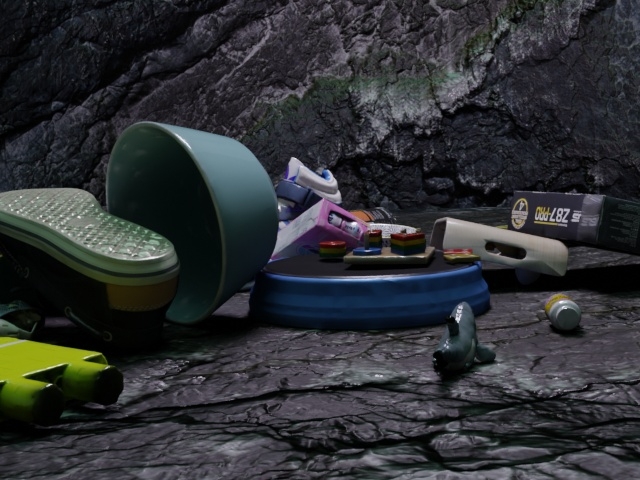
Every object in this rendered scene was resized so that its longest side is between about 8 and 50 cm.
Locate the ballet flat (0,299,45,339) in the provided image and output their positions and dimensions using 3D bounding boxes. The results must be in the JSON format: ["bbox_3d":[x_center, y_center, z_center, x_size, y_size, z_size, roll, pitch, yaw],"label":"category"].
[{"bbox_3d":[-0.436,0.122,1.355,0.070,0.070,0.188,-1,10,10],"label":"ballet flat"}]

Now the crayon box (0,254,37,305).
[{"bbox_3d":[-0.394,0.009,1.802,0.313,0.106,0.363,-20,5,3],"label":"crayon box"}]

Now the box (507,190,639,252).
[{"bbox_3d":[0.598,-0.017,1.827,0.395,0.097,0.318,10,0,-18],"label":"box"}]

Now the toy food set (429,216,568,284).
[{"bbox_3d":[0.325,0.025,1.845,0.220,0.092,0.306,12,0,1],"label":"toy food set"}]

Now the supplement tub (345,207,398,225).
[{"bbox_3d":[0.075,-0.011,2.187,0.190,0.117,0.117,-7,8,-40],"label":"supplement tub"}]

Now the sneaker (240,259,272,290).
[{"bbox_3d":[-0.200,0.052,1.841,0.229,0.086,0.132,-1,8,-1],"label":"sneaker"}]

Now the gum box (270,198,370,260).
[{"bbox_3d":[0.000,0.000,1.826,0.107,0.062,0.188,27,-33,-21],"label":"gum box"}]

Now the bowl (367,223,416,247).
[{"bbox_3d":[0.121,0.017,2.052,0.170,0.080,0.170,2,10,0],"label":"bowl"}]

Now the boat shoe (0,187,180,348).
[{"bbox_3d":[-0.376,0.026,1.462,0.187,0.156,0.500,-11,23,-38],"label":"boat shoe"}]

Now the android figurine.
[{"bbox_3d":[-0.353,0.151,1.049,0.273,0.056,0.248,2,7,30],"label":"android figurine"}]

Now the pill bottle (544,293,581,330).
[{"bbox_3d":[0.338,0.101,1.362,0.043,0.043,0.083,-1,6,5],"label":"pill bottle"}]

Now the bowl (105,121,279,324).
[{"bbox_3d":[-0.180,-0.042,1.509,0.163,0.311,0.312,-19,15,-39],"label":"bowl"}]

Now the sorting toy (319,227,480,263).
[{"bbox_3d":[0.122,0.008,1.587,0.275,0.046,0.132,0,6,13],"label":"sorting toy"}]

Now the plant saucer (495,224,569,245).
[{"bbox_3d":[0.561,-0.014,2.408,0.188,0.045,0.188,-5,6,-30],"label":"plant saucer"}]

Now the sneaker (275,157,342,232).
[{"bbox_3d":[-0.102,-0.068,2.215,0.323,0.236,0.130,-4,6,-24],"label":"sneaker"}]

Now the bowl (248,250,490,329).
[{"bbox_3d":[0.078,0.071,1.592,0.391,0.077,0.391,-2,6,0],"label":"bowl"}]

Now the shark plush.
[{"bbox_3d":[0.148,0.117,1.151,0.073,0.067,0.161,2,7,32],"label":"shark plush"}]
